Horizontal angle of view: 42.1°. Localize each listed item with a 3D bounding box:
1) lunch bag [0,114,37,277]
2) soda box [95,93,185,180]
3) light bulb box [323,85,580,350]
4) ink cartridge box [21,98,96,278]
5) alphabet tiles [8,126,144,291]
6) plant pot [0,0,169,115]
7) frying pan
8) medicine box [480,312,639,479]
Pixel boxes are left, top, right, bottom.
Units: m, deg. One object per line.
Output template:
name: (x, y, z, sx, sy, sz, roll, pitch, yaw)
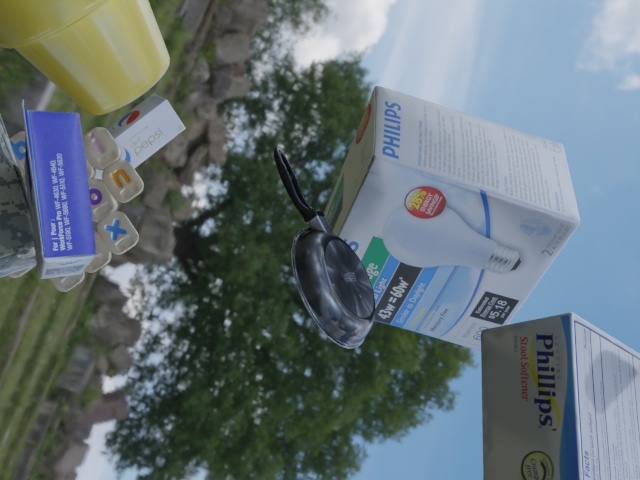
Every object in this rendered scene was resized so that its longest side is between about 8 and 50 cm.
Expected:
lunch bag: (-0.562, -0.071, 1.134, 0.212, 0.256, 0.305, 13, -60, 51)
soda box: (-0.367, -0.181, 1.568, 0.216, 0.074, 0.069, -41, -144, -14)
light bulb box: (0.205, -0.030, 1.491, 0.225, 0.361, 0.358, -83, -168, -49)
ink cartridge box: (-0.313, -0.047, 0.986, 0.333, 0.065, 0.165, 163, -80, -71)
alphabet tiles: (-0.456, -0.066, 1.447, 0.284, 0.278, 0.021, -35, 178, -2)
plant pot: (-0.361, -0.333, 1.272, 0.254, 0.239, 0.254, -20, -145, 15)
frying pan: (0.018, 0.014, 1.297, 0.053, 0.197, 0.326, -26, -127, 26)
medicine box: (0.367, 0.276, 1.192, 0.149, 0.289, 0.263, -17, -122, 40)
